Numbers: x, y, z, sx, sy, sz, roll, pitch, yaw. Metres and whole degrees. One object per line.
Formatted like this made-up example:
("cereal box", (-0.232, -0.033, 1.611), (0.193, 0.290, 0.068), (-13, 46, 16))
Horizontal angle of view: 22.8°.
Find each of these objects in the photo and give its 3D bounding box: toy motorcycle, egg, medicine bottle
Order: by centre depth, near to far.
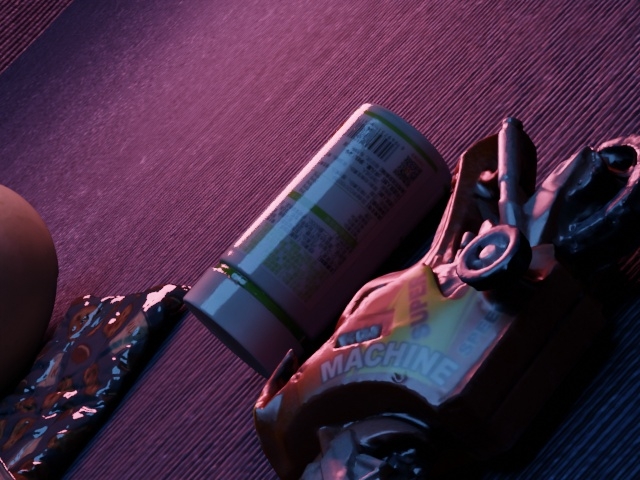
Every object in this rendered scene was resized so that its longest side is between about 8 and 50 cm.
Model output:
("toy motorcycle", (0.064, 0.051, 0.824), (0.298, 0.089, 0.171), (-50, 20, -18))
("medicine bottle", (0.000, 0.000, 1.058), (0.183, 0.086, 0.086), (-47, 20, -10))
("egg", (-0.351, 0.057, 1.455), (0.203, 0.203, 0.282), (-29, 19, 37))

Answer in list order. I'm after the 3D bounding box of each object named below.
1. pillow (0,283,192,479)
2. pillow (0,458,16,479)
("pillow", (-0.221, 0.135, 1.304), (0.189, 0.034, 0.255), (-10, 38, 55))
("pillow", (-0.248, 0.216, 1.135), (0.233, 0.038, 0.130), (20, 81, 58))
